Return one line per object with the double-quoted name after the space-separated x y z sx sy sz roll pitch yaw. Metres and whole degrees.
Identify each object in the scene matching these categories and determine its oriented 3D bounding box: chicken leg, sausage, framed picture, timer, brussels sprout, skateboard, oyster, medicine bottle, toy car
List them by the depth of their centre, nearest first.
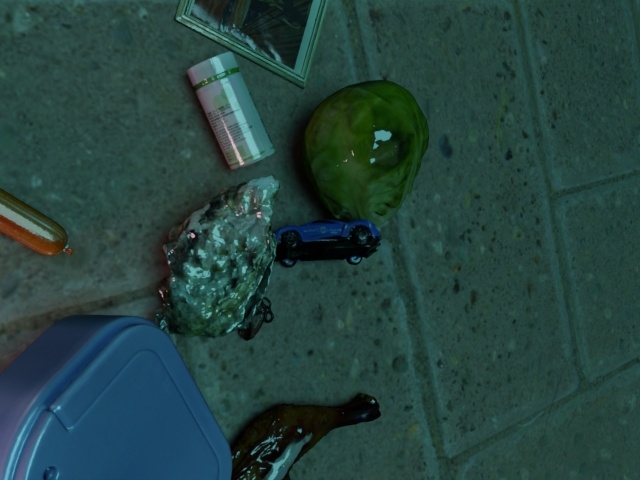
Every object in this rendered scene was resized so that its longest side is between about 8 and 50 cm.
-0.311 0.318 0.855 0.395 0.174 0.394 -1 91 -60 "timer"
-0.496 -0.074 0.889 0.348 0.053 0.053 36 69 -26 "sausage"
-0.164 0.023 1.017 0.112 0.199 0.267 29 69 -65 "oyster"
-0.151 -0.218 1.101 0.086 0.086 0.183 -30 103 -30 "medicine bottle"
-0.126 0.096 1.123 0.080 0.067 0.151 -16 102 -42 "skateboard"
-0.048 0.366 1.135 0.407 0.096 0.157 -31 108 -33 "chicken leg"
0.000 0.000 1.156 0.216 0.103 0.063 -2 65 -6 "toy car"
-0.111 -0.430 1.179 0.274 0.016 0.216 21 77 -31 "framed picture"
0.080 -0.149 1.179 0.219 0.210 0.271 -34 127 -46 "brussels sprout"
